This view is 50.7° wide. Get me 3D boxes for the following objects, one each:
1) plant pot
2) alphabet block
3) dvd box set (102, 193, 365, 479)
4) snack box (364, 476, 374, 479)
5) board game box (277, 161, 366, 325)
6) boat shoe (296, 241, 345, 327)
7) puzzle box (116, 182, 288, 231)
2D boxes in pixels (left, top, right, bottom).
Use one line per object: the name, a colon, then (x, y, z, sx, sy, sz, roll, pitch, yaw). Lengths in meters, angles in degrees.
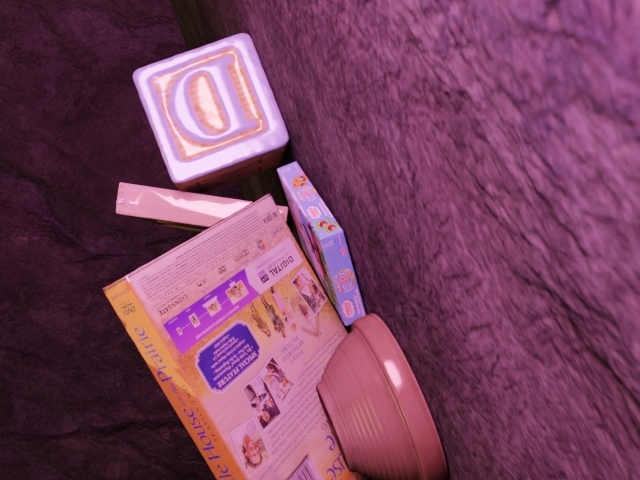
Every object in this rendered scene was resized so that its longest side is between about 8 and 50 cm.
plant pot: (0.065, 0.223, 0.882, 0.237, 0.109, 0.237, 159, 90, -82)
alphabet block: (-0.174, -0.196, 1.107, 0.197, 0.193, 0.192, 151, 100, -83)
dvd box set: (-0.069, 0.174, 0.934, 0.307, 0.062, 0.420, -38, -79, -51)
snack box: (0.038, 0.327, 1.148, 0.207, 0.070, 0.174, 50, -146, -62)
board game box: (0.000, 0.000, 0.989, 0.211, 0.039, 0.160, -120, 10, -54)
boat shoe: (-0.005, 0.111, 1.221, 0.073, 0.080, 0.223, 72, 179, -69)
puzzle box: (-0.189, -0.040, 1.248, 0.409, 0.272, 0.052, 101, 178, -88)
